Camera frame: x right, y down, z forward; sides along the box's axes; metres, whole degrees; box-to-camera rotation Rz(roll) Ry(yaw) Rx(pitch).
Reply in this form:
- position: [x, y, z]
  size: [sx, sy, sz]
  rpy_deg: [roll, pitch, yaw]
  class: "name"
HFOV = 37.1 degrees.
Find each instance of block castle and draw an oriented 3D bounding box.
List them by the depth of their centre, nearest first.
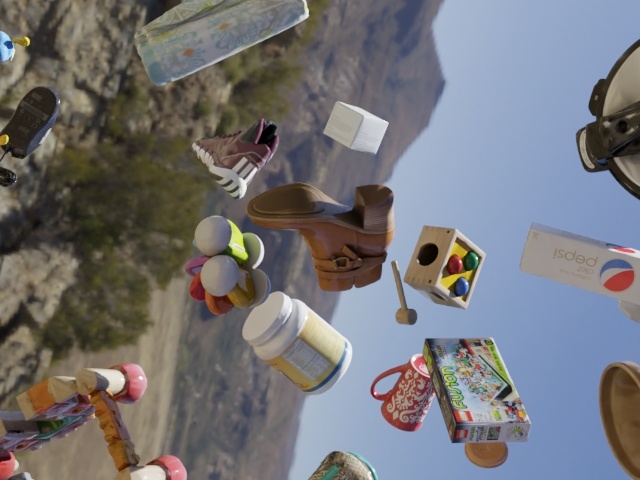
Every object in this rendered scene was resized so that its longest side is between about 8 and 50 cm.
- position: [-0.521, 0.468, 1.944]
  size: [0.303, 0.453, 0.213]
  rpy_deg: [63, 15, 19]
  class: "block castle"

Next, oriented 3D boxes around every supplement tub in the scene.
- position: [-0.048, 0.212, 1.976]
  size: [0.144, 0.200, 0.144]
  rpy_deg: [-39, -155, 22]
  class: "supplement tub"

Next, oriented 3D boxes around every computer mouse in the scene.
- position: [-0.741, -0.264, 2.287]
  size: [0.262, 0.184, 0.060]
  rpy_deg: [-62, 166, -9]
  class: "computer mouse"

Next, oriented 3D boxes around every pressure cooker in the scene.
- position: [0.706, -0.216, 1.779]
  size: [0.369, 0.376, 0.420]
  rpy_deg: [-60, 154, 12]
  class: "pressure cooker"

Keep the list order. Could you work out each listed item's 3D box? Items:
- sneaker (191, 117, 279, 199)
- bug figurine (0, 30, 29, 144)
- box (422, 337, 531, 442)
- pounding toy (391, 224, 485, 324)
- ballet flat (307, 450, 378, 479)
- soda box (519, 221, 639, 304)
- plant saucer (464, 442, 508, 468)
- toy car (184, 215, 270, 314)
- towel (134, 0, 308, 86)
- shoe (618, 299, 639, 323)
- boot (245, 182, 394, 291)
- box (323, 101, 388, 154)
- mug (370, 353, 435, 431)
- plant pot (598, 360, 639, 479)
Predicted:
- position: [-0.158, -0.187, 1.937]
  size: [0.162, 0.106, 0.281]
  rpy_deg: [-45, -151, 1]
  class: "sneaker"
- position: [-0.424, -0.150, 0.994]
  size: [0.279, 0.216, 0.072]
  rpy_deg: [-100, -170, -46]
  class: "bug figurine"
- position: [0.230, 0.221, 1.436]
  size: [0.207, 0.114, 0.036]
  rpy_deg: [-103, -164, -58]
  class: "box"
- position: [0.225, 0.079, 1.902]
  size: [0.181, 0.094, 0.206]
  rpy_deg: [35, 71, -43]
  class: "pounding toy"
- position: [0.029, 0.588, 1.705]
  size: [0.182, 0.164, 0.482]
  rpy_deg: [-34, 131, -33]
  class: "ballet flat"
- position: [0.426, 0.038, 1.493]
  size: [0.069, 0.216, 0.073]
  rpy_deg: [-40, 145, -73]
  class: "soda box"
- position: [0.318, 0.399, 1.827]
  size: [0.083, 0.084, 0.013]
  rpy_deg: [-80, 170, -51]
  class: "plant saucer"
- position: [-0.186, 0.052, 1.764]
  size: [0.159, 0.136, 0.181]
  rpy_deg: [29, 43, -55]
  class: "toy car"
- position: [-0.209, -0.430, 1.885]
  size: [0.090, 0.321, 0.374]
  rpy_deg: [64, -2, -24]
  class: "towel"
- position: [0.651, 0.125, 1.810]
  size: [0.081, 0.178, 0.063]
  rpy_deg: [-58, 157, -73]
  class: "shoe"
- position: [0.000, 0.000, 1.807]
  size: [0.109, 0.284, 0.220]
  rpy_deg: [-111, -161, -45]
  class: "boot"
- position: [0.085, -0.270, 2.291]
  size: [0.102, 0.101, 0.087]
  rpy_deg: [7, 111, -48]
  class: "box"
- position: [0.215, 0.370, 2.350]
  size: [0.113, 0.150, 0.169]
  rpy_deg: [-111, -142, -52]
  class: "mug"
- position: [0.653, 0.351, 1.887]
  size: [0.237, 0.110, 0.237]
  rpy_deg: [172, -90, -81]
  class: "plant pot"
